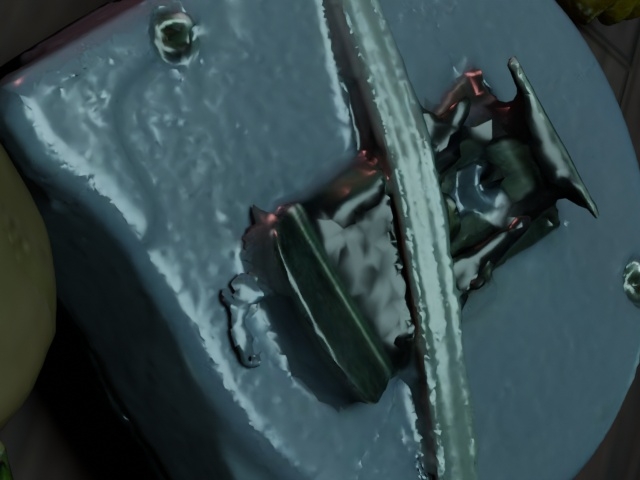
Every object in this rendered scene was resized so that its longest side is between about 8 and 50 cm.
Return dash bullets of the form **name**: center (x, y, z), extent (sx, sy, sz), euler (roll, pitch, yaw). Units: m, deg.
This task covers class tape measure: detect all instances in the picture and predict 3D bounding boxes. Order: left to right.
- **tape measure**: center (0.003, -0.002, 0.517), extent (0.181, 0.107, 0.182), euler (-44, 107, -32)

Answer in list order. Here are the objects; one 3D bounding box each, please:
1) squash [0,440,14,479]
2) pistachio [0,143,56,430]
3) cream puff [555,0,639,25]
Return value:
- **squash**: center (-0.097, 0.181, 0.379), extent (0.071, 0.080, 0.318), euler (92, 12, -49)
- **pistachio**: center (-0.142, 0.032, 0.357), extent (0.206, 0.131, 0.129), euler (-38, 135, -44)
- **cream puff**: center (0.090, -0.115, 0.653), extent (0.083, 0.058, 0.083), euler (-2, 83, -40)
